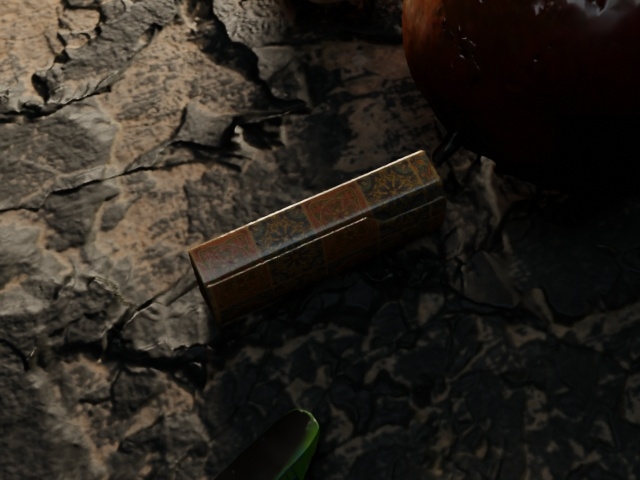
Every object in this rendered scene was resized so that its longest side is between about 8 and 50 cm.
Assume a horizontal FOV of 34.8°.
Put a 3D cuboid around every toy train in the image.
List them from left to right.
[{"bbox_3d":[-0.074,0.215,0.774,0.209,0.042,0.044,-42,46,-19],"label":"toy train"}]

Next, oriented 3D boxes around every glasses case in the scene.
[{"bbox_3d":[0.000,0.000,0.871,0.218,0.075,0.049,-24,65,-10],"label":"glasses case"}]

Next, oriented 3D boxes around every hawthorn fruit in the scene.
[{"bbox_3d":[0.221,-0.185,0.847,0.315,0.316,0.316,-1,61,2],"label":"hawthorn fruit"}]

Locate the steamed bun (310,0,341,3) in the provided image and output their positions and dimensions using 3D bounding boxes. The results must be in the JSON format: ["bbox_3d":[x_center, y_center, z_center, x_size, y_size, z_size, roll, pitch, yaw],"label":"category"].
[{"bbox_3d":[-0.025,-0.319,1.014,0.218,0.144,0.211,24,48,-14],"label":"steamed bun"}]
